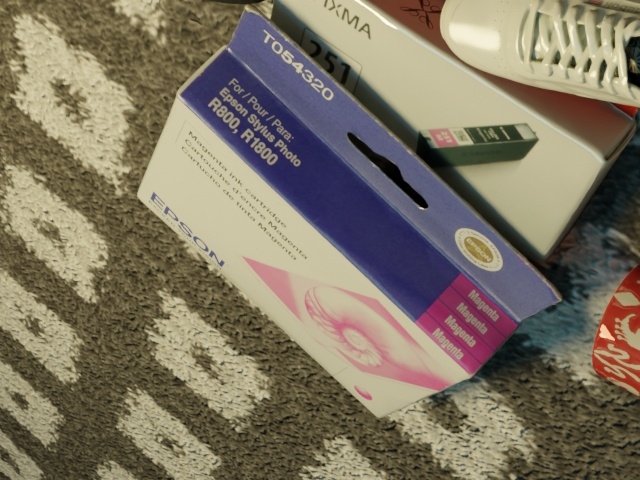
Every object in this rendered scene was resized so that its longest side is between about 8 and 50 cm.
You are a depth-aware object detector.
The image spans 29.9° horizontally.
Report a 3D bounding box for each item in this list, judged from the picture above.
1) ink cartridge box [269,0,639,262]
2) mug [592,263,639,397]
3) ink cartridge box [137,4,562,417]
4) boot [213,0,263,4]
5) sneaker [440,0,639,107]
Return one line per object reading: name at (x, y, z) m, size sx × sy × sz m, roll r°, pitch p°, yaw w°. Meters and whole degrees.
ink cartridge box at (0.096, -0.141, 0.836) m, size 0.275 × 0.060 × 0.239 m, roll 36°, pitch 145°, yaw 13°
mug at (0.287, 0.102, 0.847) m, size 0.169 × 0.113 × 0.150 m, roll 25°, pitch 139°, yaw 31°
ink cartridge box at (0.000, 0.000, 1.011) m, size 0.324 × 0.071 × 0.330 m, roll 43°, pitch 158°, yaw 1°
boot at (0.009, -0.248, 0.574) m, size 0.367 × 0.146 × 0.445 m, roll 51°, pitch 145°, yaw 6°
sneaker at (0.175, -0.120, 0.714) m, size 0.235 × 0.095 × 0.090 m, roll 12°, pitch 115°, yaw 26°
